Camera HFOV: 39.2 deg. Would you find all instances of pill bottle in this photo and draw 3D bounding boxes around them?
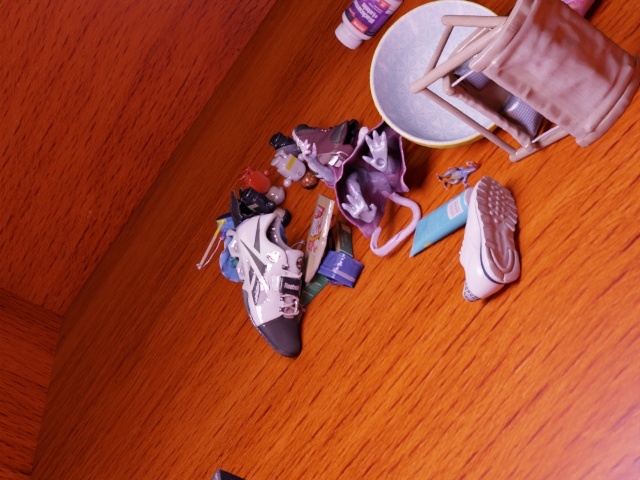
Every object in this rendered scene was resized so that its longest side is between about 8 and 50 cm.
[{"bbox_3d":[0.129,-0.629,2.496,0.193,0.108,0.108,-46,27,33],"label":"pill bottle"}]

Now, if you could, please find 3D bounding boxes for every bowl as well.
[{"bbox_3d":[0.253,-0.303,1.749,0.289,0.289,0.156,-61,-20,-2],"label":"bowl"}]

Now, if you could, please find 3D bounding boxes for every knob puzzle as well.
[{"bbox_3d":[0.000,0.000,1.989,0.213,0.030,0.213,-168,90,-79],"label":"knob puzzle"}]

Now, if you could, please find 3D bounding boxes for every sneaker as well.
[{"bbox_3d":[-0.216,-0.047,2.609,0.209,0.082,0.069,-9,20,43],"label":"sneaker"},{"bbox_3d":[-0.212,-0.062,2.493,0.051,0.170,0.089,-23,6,-24],"label":"sneaker"},{"bbox_3d":[0.272,-0.009,1.505,0.095,0.090,0.235,-50,22,46],"label":"sneaker"},{"bbox_3d":[0.030,-0.262,2.307,0.162,0.106,0.281,-47,34,14],"label":"sneaker"},{"bbox_3d":[-0.093,0.090,1.977,0.146,0.122,0.331,-28,73,23],"label":"sneaker"}]

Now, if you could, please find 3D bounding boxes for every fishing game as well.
[{"bbox_3d":[-0.154,0.028,2.148,0.189,0.264,0.041,-58,45,13],"label":"fishing game"}]

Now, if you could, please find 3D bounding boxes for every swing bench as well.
[{"bbox_3d":[0.332,-0.268,1.458,0.254,0.253,0.165,-3,60,64],"label":"swing bench"}]

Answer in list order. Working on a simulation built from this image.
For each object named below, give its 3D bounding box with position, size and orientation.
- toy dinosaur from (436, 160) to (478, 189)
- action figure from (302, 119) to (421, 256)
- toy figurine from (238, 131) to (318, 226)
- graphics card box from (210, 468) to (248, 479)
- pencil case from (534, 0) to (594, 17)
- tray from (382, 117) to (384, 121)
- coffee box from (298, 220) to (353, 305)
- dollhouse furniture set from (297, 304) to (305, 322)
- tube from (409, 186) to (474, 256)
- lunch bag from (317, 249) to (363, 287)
[{"bbox_3d":[0.265,-0.134,1.720,0.082,0.047,0.090,-28,24,22],"label":"toy dinosaur"},{"bbox_3d":[0.128,-0.165,1.927,0.248,0.276,0.370,-37,7,8],"label":"action figure"},{"bbox_3d":[-0.107,-0.162,2.408,0.209,0.148,0.213,-47,23,15],"label":"toy figurine"},{"bbox_3d":[-0.250,0.668,1.777,0.371,0.094,0.233,-57,22,11],"label":"graphics card box"},{"bbox_3d":[0.478,-0.503,1.607,0.284,0.124,0.124,-56,23,14],"label":"pencil case"},{"bbox_3d":[0.201,-0.376,2.151,0.145,0.030,0.270,-44,28,33],"label":"tray"},{"bbox_3d":[0.003,0.051,2.044,0.184,0.040,0.113,-47,26,30],"label":"coffee box"},{"bbox_3d":[-0.099,0.175,2.088,0.151,0.058,0.076,2,65,65],"label":"dollhouse furniture set"},{"bbox_3d":[0.229,-0.036,1.674,0.207,0.052,0.080,-35,28,55],"label":"tube"},{"bbox_3d":[0.038,0.064,1.920,0.065,0.067,0.098,-63,21,-7],"label":"lunch bag"}]
